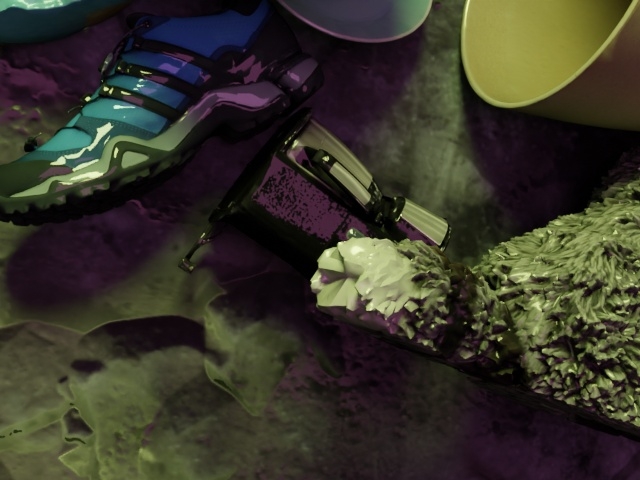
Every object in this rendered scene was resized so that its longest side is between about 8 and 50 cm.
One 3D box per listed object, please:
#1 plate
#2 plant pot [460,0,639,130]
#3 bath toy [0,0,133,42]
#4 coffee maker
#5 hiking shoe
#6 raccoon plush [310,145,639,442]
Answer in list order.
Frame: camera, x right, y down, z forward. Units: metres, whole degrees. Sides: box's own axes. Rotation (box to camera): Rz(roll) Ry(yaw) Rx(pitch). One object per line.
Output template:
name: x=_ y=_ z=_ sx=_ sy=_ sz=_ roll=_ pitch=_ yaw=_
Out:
plate: x=0.014 y=-0.249 z=0.809 sx=0.188 sy=0.024 sz=0.188 roll=12 pitch=60 yaw=-22
plant pot: x=0.314 y=-0.201 z=0.828 sx=0.274 sy=0.256 sz=0.256 roll=17 pitch=85 yaw=-26
bath toy: x=-0.253 y=-0.339 z=0.705 sx=0.151 sy=0.129 sz=0.348 roll=-30 pitch=101 yaw=-49
coffee maker: x=0.000 y=0.000 z=0.799 sx=0.178 sy=0.120 sz=0.171 roll=39 pitch=103 yaw=-12
hiking shoe: x=-0.149 y=-0.116 z=0.756 sx=0.304 sy=0.113 sz=0.132 roll=-30 pitch=91 yaw=-24
raccoon plush: x=0.229 y=-0.009 z=0.749 sx=0.446 sy=0.216 sz=0.299 roll=29 pitch=77 yaw=-47
